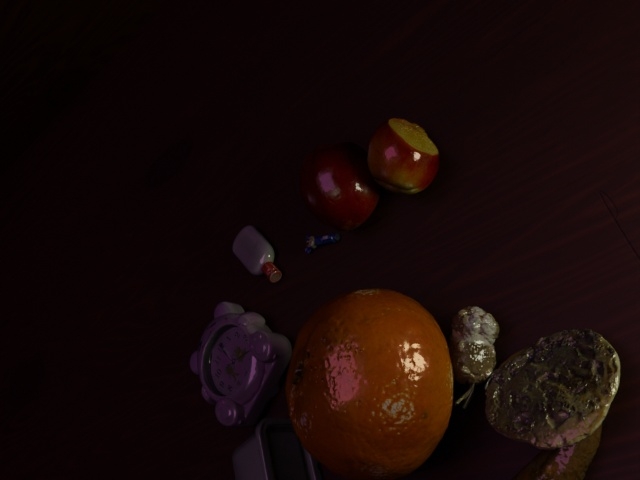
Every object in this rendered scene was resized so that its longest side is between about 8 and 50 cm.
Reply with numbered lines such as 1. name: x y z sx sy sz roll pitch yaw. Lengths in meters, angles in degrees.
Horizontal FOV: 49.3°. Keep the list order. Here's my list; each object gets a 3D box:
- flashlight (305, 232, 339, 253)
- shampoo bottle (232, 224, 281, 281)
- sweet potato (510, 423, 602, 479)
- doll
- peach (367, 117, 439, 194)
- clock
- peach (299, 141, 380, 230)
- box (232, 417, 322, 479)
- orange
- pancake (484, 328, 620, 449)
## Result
1. flashlight: 0.000 0.000 1.953 0.121 0.035 0.057 -13 67 40
2. shampoo bottle: -0.187 0.048 2.099 0.108 0.051 0.221 -55 47 11
3. sweet potato: 0.450 0.440 1.345 0.114 0.092 0.341 37 91 31
4. doll: 0.331 0.253 1.512 0.115 0.105 0.221 149 124 -73
5. peach: 0.209 -0.214 1.734 0.190 0.190 0.192 13 81 44
6. clock: -0.242 0.345 2.009 0.322 0.113 0.295 35 101 45
7. peach: 0.043 -0.140 1.849 0.243 0.199 0.243 -5 84 55
8. box: -0.113 0.627 1.763 0.182 0.175 0.312 -40 52 37
9. orange: 0.092 0.312 1.525 0.424 0.326 0.424 -174 90 -65
10. pancake: 0.450 0.285 1.365 0.282 0.049 0.282 -33 28 20
